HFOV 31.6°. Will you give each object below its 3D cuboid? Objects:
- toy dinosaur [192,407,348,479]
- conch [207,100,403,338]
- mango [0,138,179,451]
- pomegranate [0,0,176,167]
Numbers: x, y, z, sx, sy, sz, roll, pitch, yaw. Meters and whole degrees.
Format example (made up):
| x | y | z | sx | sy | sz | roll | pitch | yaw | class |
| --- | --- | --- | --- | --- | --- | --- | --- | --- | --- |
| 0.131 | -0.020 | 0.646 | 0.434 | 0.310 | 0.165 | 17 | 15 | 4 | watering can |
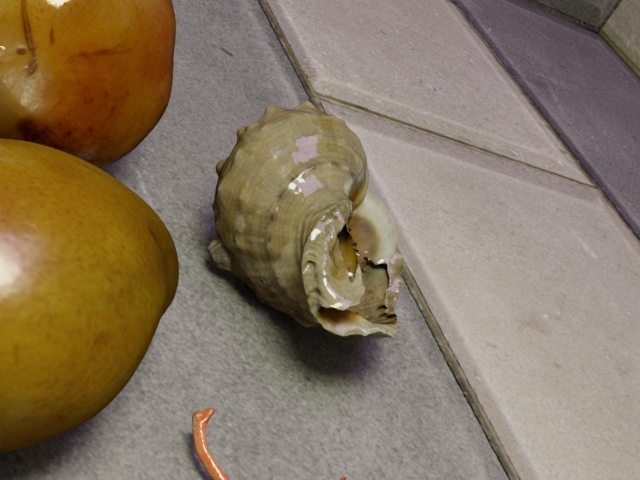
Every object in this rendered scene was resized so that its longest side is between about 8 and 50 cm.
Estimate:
| x | y | z | sx | sy | sz | roll | pitch | yaw | class |
| --- | --- | --- | --- | --- | --- | --- | --- | --- | --- |
| -0.010 | 0.249 | 0.988 | 0.101 | 0.055 | 0.279 | -23 | 60 | -31 | toy dinosaur |
| -0.008 | 0.004 | 1.265 | 0.263 | 0.186 | 0.324 | 37 | 36 | -30 | conch |
| -0.247 | 0.030 | 0.934 | 0.264 | 0.221 | 0.378 | 32 | 17 | 10 | mango |
| -0.296 | -0.222 | 1.213 | 0.319 | 0.319 | 0.319 | 25 | 29 | -15 | pomegranate |
